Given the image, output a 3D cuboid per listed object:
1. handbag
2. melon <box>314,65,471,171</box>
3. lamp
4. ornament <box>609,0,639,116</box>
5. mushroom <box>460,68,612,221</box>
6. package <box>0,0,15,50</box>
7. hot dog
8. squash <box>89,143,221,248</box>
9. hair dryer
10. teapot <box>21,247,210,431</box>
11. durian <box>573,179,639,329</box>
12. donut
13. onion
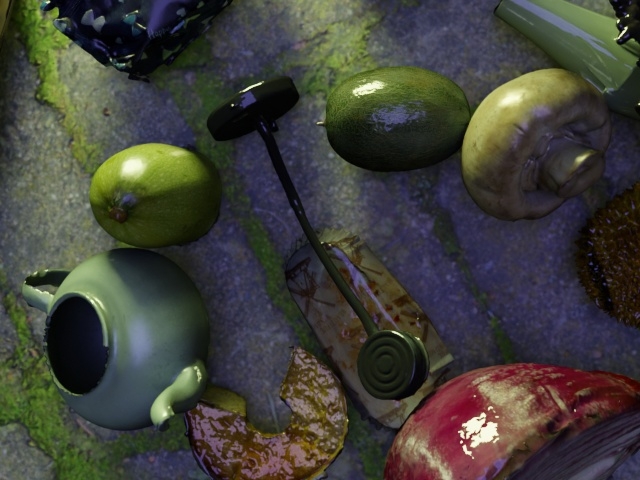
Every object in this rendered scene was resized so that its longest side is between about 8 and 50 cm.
[{"bbox_3d":[-0.177,-0.307,0.787,0.162,0.113,0.260,43,92,-1],"label":"handbag"},{"bbox_3d":[0.077,-0.129,0.757,0.167,0.114,0.114,-3,89,8],"label":"melon"},{"bbox_3d":[-0.021,-0.009,0.710,0.130,0.108,0.371,-29,66,25],"label":"lamp"},{"bbox_3d":[0.385,-0.182,0.669,0.251,0.106,0.260,-42,90,-25],"label":"ornament"},{"bbox_3d":[0.222,-0.091,0.717,0.166,0.166,0.127,-35,53,4],"label":"mushroom"},{"bbox_3d":[-0.449,-0.228,0.812,0.165,0.221,0.311,9,88,-34],"label":"package"},{"bbox_3d":[0.049,0.095,0.781,0.131,0.069,0.252,-37,83,13],"label":"hot dog"},{"bbox_3d":[-0.183,-0.046,0.750,0.123,0.187,0.123,1,96,8],"label":"squash"},{"bbox_3d":[0.310,-0.270,0.753,0.229,0.092,0.267,15,82,-1],"label":"hair dryer"},{"bbox_3d":[-0.213,0.103,0.744,0.294,0.129,0.193,29,105,31],"label":"teapot"},{"bbox_3d":[0.346,0.020,0.719,0.168,0.137,0.158,-32,65,-4],"label":"durian"},{"bbox_3d":[-0.052,0.205,0.785,0.181,0.078,0.146,-26,88,0],"label":"donut"},{"bbox_3d":[0.205,0.199,0.704,0.349,0.267,0.159,-30,47,-16],"label":"onion"}]
